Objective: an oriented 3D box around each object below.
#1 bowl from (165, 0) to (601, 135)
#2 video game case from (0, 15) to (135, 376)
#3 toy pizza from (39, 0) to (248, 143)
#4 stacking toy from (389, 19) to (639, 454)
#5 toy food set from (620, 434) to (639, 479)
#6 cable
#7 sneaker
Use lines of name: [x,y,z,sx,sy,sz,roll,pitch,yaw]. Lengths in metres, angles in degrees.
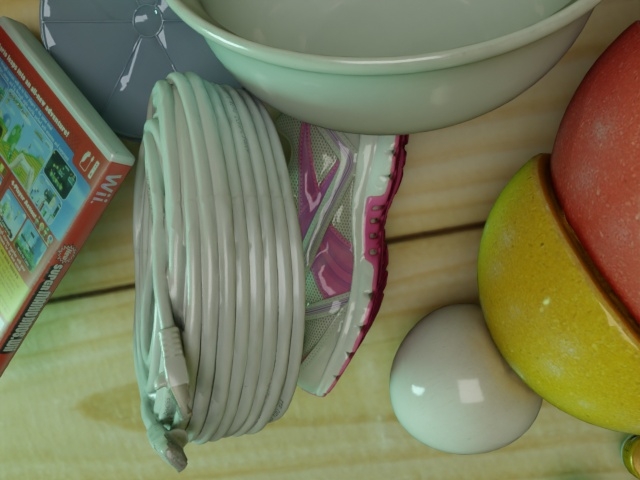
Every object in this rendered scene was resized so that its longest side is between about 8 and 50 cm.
bowl: [0.047,-0.169,0.448,0.297,0.298,0.134,0,145,9]
video game case: [-0.283,-0.017,0.563,0.204,0.025,0.285,47,110,27]
toy pizza: [-0.139,-0.182,0.558,0.201,0.032,0.201,2,100,9]
stacking toy: [0.220,0.007,0.436,0.480,0.350,0.351,-39,93,30]
toy food set: [0.242,0.276,0.571,0.111,0.104,0.232,31,86,16]
cable: [-0.084,0.011,0.476,0.089,0.257,0.257,0,84,-19]
sneaker: [0.000,0.000,0.543,0.111,0.103,0.252,10,96,11]
